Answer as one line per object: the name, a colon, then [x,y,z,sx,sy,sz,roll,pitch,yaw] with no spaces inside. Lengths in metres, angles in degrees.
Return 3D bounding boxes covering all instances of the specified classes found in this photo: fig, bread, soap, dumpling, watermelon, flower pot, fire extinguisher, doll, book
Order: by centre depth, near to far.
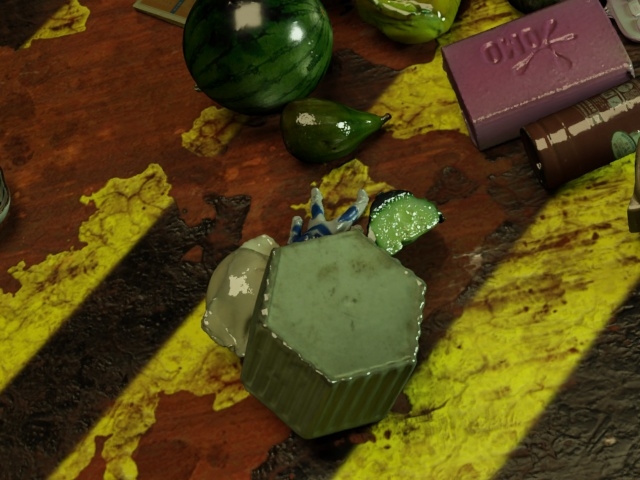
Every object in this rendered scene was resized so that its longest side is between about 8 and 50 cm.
flower pot: [0.014,0.125,1.536,0.239,0.189,0.209,41,60,12]
fire extinguisher: [0.468,-0.182,1.670,0.344,0.102,0.138,-23,16,3]
dumpling: [-0.089,0.085,1.696,0.155,0.111,0.181,34,80,-1]
doll: [0.000,0.000,1.719,0.114,0.057,0.227,8,45,17]
soap: [0.330,-0.263,1.795,0.259,0.081,0.181,-19,54,6]
fig: [0.024,-0.173,1.834,0.178,0.117,0.117,1,55,-7]
watermelon: [-0.100,-0.317,1.876,0.242,0.242,0.242,-9,55,13]
bread: [0.183,-0.489,1.970,0.166,0.112,0.383,17,64,9]
book: [-0.209,-0.455,2.139,0.242,0.018,0.170,23,67,29]

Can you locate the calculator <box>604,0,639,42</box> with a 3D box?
calculator: [0.589,-0.402,1.831,0.294,0.043,0.194,-18,55,11]

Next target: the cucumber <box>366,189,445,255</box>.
cucumber: [0.108,-0.024,1.644,0.115,0.193,0.085,-35,81,-1]

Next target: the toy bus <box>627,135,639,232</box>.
toy bus: [0.556,-0.058,1.554,0.290,0.139,0.157,18,70,24]

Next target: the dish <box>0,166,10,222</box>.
dish: [-0.597,-0.045,1.965,0.191,0.066,0.190,-8,54,12]

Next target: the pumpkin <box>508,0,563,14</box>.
pumpkin: [0.367,-0.412,1.860,0.184,0.119,0.107,0,58,26]
